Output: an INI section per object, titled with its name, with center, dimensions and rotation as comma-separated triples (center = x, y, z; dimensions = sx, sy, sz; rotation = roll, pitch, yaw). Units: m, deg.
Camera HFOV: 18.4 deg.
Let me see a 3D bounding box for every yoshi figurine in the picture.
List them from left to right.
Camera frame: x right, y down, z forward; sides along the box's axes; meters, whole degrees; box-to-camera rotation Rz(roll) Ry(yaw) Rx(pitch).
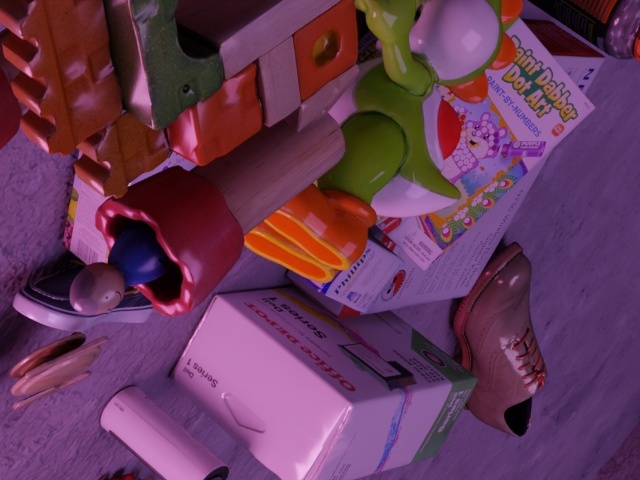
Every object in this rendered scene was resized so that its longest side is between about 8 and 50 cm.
[yoshi figurine]
center = 0.036, -0.158, 1.759
dimensions = 0.362, 0.203, 0.203
rotation = -59, 145, -15

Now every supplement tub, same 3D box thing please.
[supplement tub]
center = 0.295, -0.266, 2.059
dimensions = 0.117, 0.190, 0.117
rotation = -40, 154, -24

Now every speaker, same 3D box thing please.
[speaker]
center = -0.155, 0.206, 1.982
dimensions = 0.055, 0.136, 0.055
rotation = -41, 154, -24

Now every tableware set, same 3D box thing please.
[tableware set]
center = -0.284, 0.123, 1.724
dimensions = 0.194, 0.039, 0.128
rotation = -24, 169, -21

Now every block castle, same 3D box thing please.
[block castle]
center = -0.163, -0.186, 1.141
dimensions = 0.213, 0.303, 0.453
rotation = -39, 142, -29

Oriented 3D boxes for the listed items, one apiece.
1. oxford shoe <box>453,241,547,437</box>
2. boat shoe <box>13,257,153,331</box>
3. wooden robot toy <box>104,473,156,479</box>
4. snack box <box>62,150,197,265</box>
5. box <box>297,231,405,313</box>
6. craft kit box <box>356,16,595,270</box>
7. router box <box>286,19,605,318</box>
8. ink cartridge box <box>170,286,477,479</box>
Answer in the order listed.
[oxford shoe]
center = 0.256, 0.133, 2.615
dimensions = 0.123, 0.130, 0.348
rotation = -40, 154, -24
[boat shoe]
center = -0.200, 0.029, 1.759
dimensions = 0.183, 0.065, 0.083
rotation = -4, 119, -62
[wooden robot toy]
center = -0.220, 0.294, 2.108
dimensions = 0.079, 0.076, 0.173
rotation = -24, 171, 31
[snack box]
center = -0.127, -0.086, 1.709
dimensions = 0.174, 0.070, 0.207
rotation = -32, 148, -41
[box]
center = 0.000, 0.000, 1.986
dimensions = 0.072, 0.126, 0.137
rotation = -52, 156, 4
[craft kit box]
center = 0.117, -0.123, 1.958
dimensions = 0.246, 0.061, 0.250
rotation = -46, 133, 3
[router box]
center = 0.143, -0.085, 2.173
dimensions = 0.301, 0.082, 0.335
rotation = -7, 130, -58
[ink cartridge box]
center = 0.008, 0.148, 2.110
dimensions = 0.278, 0.201, 0.117
rotation = -4, 127, -58
